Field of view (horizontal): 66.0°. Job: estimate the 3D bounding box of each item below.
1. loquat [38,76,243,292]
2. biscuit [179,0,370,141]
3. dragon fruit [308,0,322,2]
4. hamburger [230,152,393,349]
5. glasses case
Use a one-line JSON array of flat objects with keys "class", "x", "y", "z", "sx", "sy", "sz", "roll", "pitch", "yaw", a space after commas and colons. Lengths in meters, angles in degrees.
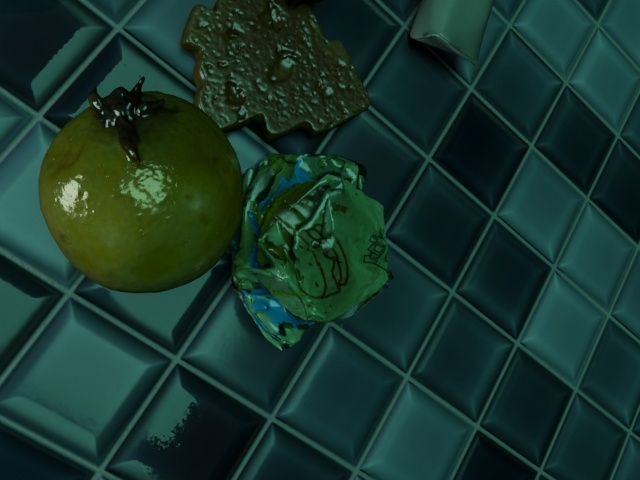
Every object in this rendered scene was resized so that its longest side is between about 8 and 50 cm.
[{"class": "loquat", "x": -0.204, "y": -0.063, "z": 0.583, "sx": 0.243, "sy": 0.244, "sz": 0.244, "roll": 2, "pitch": 85, "yaw": -21}, {"class": "biscuit", "x": -0.061, "y": -0.254, "z": 0.751, "sx": 0.301, "sy": 0.043, "sz": 0.279, "roll": 22, "pitch": 76, "yaw": -19}, {"class": "dragon fruit", "x": -0.039, "y": -0.510, "z": 0.679, "sx": 0.250, "sy": 0.250, "sz": 0.315, "roll": -11, "pitch": 83, "yaw": -21}, {"class": "hamburger", "x": -0.004, "y": -0.004, "z": 0.698, "sx": 0.260, "sy": 0.150, "sz": 0.276, "roll": -14, "pitch": 90, "yaw": -23}, {"class": "glasses case", "x": 0.254, "y": -0.448, "z": 0.866, "sx": 0.128, "sy": 0.083, "sz": 0.308, "roll": 26, "pitch": 77, "yaw": -23}]
